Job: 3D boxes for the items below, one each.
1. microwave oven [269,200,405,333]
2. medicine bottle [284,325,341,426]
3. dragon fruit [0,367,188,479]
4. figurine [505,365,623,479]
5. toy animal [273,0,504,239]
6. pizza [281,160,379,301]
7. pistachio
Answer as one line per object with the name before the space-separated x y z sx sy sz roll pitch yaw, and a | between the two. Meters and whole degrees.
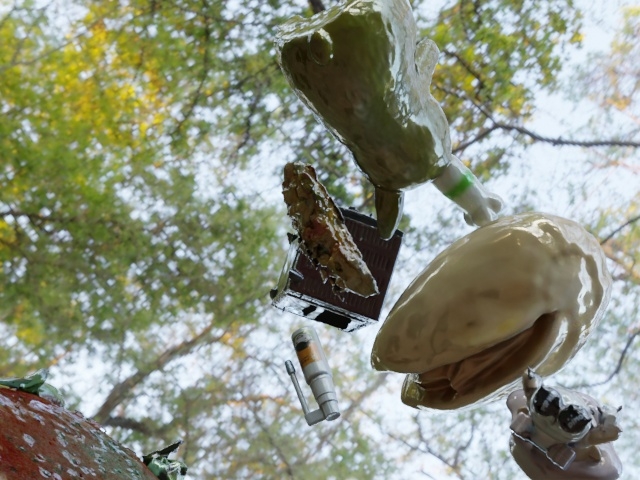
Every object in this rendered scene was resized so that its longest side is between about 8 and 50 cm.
microwave oven | 0.024 0.047 1.591 0.178 0.188 0.247 17 -13 -7
medicine bottle | -0.021 0.294 1.929 0.061 0.092 0.220 68 -1 -52
dragon fruit | -0.137 0.113 0.356 0.138 0.175 0.142 24 -36 58
figurine | 0.249 0.200 0.918 0.137 0.112 0.229 27 -12 23
toy animal | 0.083 -0.155 1.118 0.181 0.180 0.363 -24 -50 15
pizza | 0.000 0.000 1.243 0.226 0.069 0.147 63 -15 13
pistachio | 0.198 0.091 1.075 0.318 0.214 0.193 -33 -74 28
